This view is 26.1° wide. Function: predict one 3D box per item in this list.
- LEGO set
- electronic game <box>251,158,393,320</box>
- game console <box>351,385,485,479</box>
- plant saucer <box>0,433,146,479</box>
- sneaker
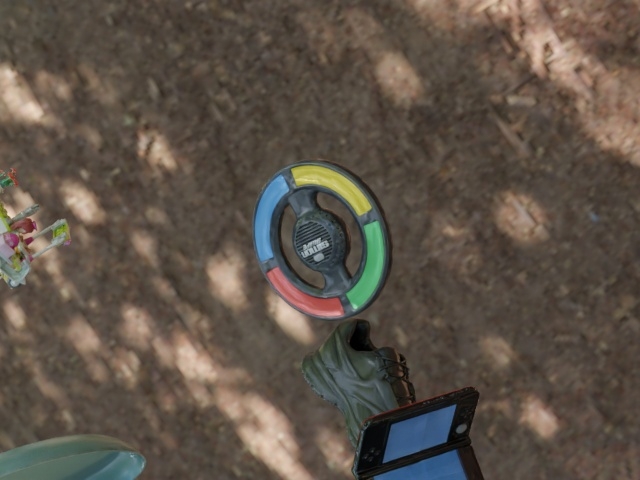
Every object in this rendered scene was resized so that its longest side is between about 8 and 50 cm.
[{"bbox_3d":[-0.436,-0.042,1.981,0.132,0.107,0.287,59,-179,-45],"label":"LEGO set"},{"bbox_3d":[0.000,0.000,1.910,0.229,0.048,0.229,10,108,32],"label":"electronic game"},{"bbox_3d":[0.115,0.236,1.448,0.085,0.144,0.124,53,147,40],"label":"game console"},{"bbox_3d":[-0.396,0.335,1.886,0.317,0.317,0.044,-51,54,53],"label":"plant saucer"},{"bbox_3d":[0.087,0.226,1.982,0.286,0.109,0.130,48,112,30],"label":"sneaker"}]
